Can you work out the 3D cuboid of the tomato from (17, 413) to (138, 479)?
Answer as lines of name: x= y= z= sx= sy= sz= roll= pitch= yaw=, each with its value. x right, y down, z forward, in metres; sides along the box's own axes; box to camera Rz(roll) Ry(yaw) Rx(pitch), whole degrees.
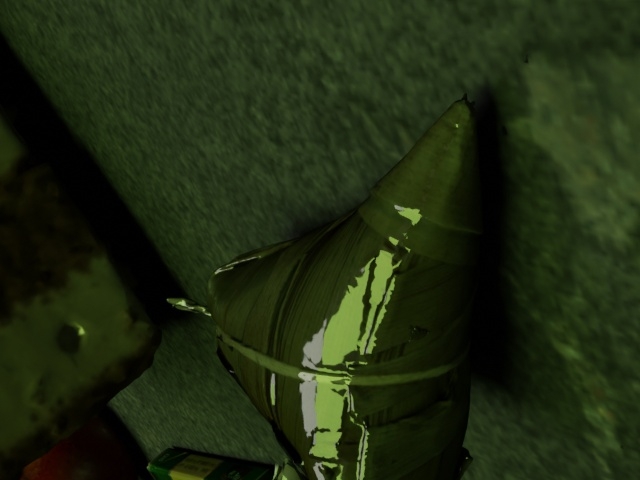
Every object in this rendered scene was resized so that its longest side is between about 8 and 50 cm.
tomato: x=-0.273 y=0.264 z=1.038 sx=0.167 sy=0.167 sz=0.167 roll=37 pitch=149 yaw=27

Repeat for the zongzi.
zongzi: x=0.000 y=0.000 z=0.408 sx=0.189 sy=0.081 sz=0.178 roll=40 pitch=131 yaw=51

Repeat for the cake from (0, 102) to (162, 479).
cake: x=-0.296 y=0.041 z=0.678 sx=0.290 sy=0.282 sz=0.255 roll=53 pitch=160 yaw=-9

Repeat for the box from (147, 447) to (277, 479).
box: x=-0.067 y=0.244 z=0.810 sx=0.132 sy=0.034 sz=0.235 roll=57 pitch=152 yaw=-9

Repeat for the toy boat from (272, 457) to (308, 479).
toy boat: x=0.037 y=0.230 z=0.611 sx=0.210 sy=0.066 sz=0.084 roll=38 pitch=-176 yaw=8
